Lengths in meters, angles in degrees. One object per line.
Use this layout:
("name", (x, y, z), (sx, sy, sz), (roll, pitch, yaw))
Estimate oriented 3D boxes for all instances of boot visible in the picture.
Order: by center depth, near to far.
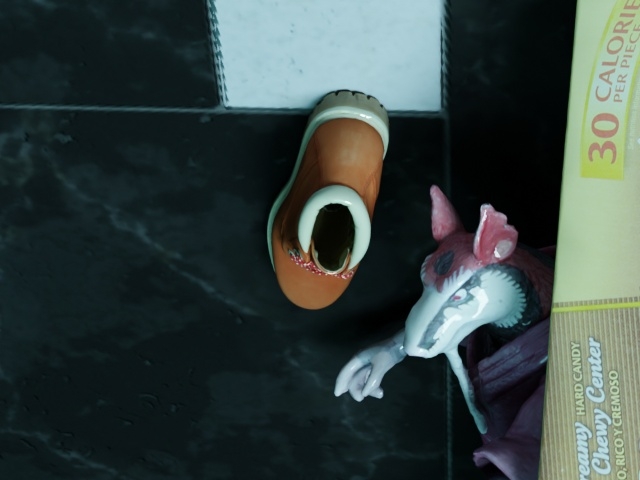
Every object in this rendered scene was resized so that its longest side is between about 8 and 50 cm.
("boot", (0.000, 0.000, 0.980), (0.059, 0.084, 0.158), (9, 138, -4))

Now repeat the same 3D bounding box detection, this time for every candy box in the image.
("candy box", (0.205, 0.035, 0.804), (0.183, 0.316, 0.087), (6, -175, 34))

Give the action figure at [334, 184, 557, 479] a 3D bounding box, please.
("action figure", (0.151, 0.118, 0.971), (0.276, 0.248, 0.370), (-16, 126, 6))
